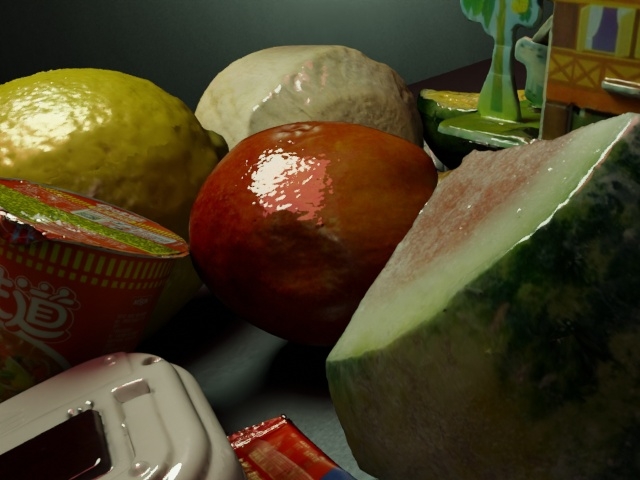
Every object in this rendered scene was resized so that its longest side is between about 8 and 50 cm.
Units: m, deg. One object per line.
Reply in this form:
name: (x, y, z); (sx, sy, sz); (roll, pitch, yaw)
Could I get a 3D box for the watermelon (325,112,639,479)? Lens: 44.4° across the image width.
watermelon: (0.162, 0.049, 0.478); (0.310, 0.193, 0.231); (-37, 20, 34)

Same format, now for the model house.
model house: (0.305, -0.233, 0.762); (0.243, 0.312, 0.358); (-15, 27, -35)

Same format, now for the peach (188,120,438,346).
peach: (0.000, 0.000, 0.711); (0.244, 0.199, 0.243); (-3, 35, 2)

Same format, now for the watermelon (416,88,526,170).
watermelon: (0.231, -0.145, 1.072); (0.204, 0.127, 0.232); (-8, 17, -35)

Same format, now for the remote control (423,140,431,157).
remote control: (0.150, -0.146, 1.376); (0.234, 0.038, 0.098); (-2, 23, 47)

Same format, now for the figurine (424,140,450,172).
figurine: (0.151, -0.108, 1.192); (0.086, 0.082, 0.094); (-34, 0, 15)

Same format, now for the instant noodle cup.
instant noodle cup: (-0.230, 0.076, 0.654); (0.193, 0.212, 0.193); (20, 7, -3)

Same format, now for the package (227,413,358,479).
package: (-0.023, 0.162, 0.507); (0.083, 0.022, 0.200); (-26, 17, -20)

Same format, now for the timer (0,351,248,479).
timer: (-0.179, 0.174, 0.489); (0.262, 0.087, 0.237); (-28, 22, -13)

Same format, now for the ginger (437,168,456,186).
ginger: (0.157, -0.047, 0.925); (0.206, 0.081, 0.115); (-19, 0, 27)

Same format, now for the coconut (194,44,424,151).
coconut: (-0.029, -0.123, 1.066); (0.329, 0.328, 0.329); (-18, 15, 5)

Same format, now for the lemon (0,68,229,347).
lemon: (-0.264, -0.038, 0.907); (0.364, 0.364, 0.364); (-18, 15, 5)
